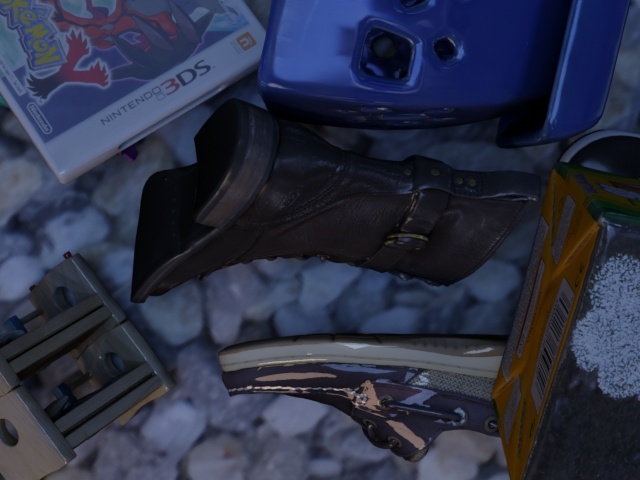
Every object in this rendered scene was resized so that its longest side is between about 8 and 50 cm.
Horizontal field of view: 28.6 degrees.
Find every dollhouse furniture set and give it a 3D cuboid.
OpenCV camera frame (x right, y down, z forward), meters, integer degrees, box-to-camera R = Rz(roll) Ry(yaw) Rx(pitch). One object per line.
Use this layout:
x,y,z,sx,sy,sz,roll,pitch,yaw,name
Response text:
-0.234,0.122,0.936,0.184,0.129,0.129,-38,87,35,dollhouse furniture set

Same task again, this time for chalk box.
0.268,0.080,0.753,0.289,0.179,0.180,14,103,-1,chalk box

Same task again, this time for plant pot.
0.087,-0.178,0.826,0.212,0.236,0.235,13,92,-1,plant pot

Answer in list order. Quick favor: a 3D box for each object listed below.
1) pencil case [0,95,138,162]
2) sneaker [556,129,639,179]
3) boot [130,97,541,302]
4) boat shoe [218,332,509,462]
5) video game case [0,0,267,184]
-0.202,-0.113,0.934,0.152,0.064,0.070,19,118,3,pencil case
0.272,-0.001,0.877,0.235,0.097,0.084,35,94,3,sneaker
0.000,0.000,0.887,0.229,0.263,0.091,14,64,-24,boot
0.068,0.113,0.901,0.285,0.103,0.092,1,87,0,boat shoe
-0.161,-0.167,0.905,0.183,0.023,0.201,-33,78,-13,video game case
